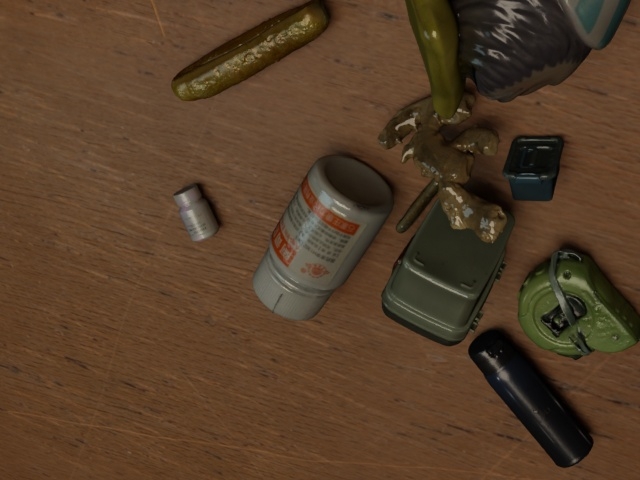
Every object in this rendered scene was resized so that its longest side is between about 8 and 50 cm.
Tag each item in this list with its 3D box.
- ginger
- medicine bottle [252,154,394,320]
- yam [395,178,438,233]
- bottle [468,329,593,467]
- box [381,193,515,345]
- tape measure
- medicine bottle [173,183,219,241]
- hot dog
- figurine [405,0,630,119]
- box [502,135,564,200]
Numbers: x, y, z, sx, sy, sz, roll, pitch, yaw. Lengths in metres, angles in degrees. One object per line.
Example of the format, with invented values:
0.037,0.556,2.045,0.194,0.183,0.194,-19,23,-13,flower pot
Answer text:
0.194,-0.115,1.413,0.149,0.065,0.258,-47,56,20,ginger
0.000,0.000,1.573,0.144,0.144,0.252,33,125,5,medicine bottle
0.151,-0.053,1.550,0.021,0.021,0.116,39,124,2,yam
0.330,0.248,1.597,0.072,0.082,0.244,-41,97,-11,bottle
0.189,0.035,1.460,0.148,0.210,0.129,27,140,9,box
0.370,0.100,1.493,0.154,0.087,0.177,-35,96,34,tape measure
-0.210,-0.046,1.694,0.052,0.052,0.089,-15,108,29,medicine bottle
-0.106,-0.280,1.512,0.286,0.088,0.061,-21,111,34,hot dog
0.273,-0.374,1.255,0.378,0.266,0.361,-17,86,5,figurine
0.302,-0.099,1.418,0.074,0.099,0.054,4,131,21,box
